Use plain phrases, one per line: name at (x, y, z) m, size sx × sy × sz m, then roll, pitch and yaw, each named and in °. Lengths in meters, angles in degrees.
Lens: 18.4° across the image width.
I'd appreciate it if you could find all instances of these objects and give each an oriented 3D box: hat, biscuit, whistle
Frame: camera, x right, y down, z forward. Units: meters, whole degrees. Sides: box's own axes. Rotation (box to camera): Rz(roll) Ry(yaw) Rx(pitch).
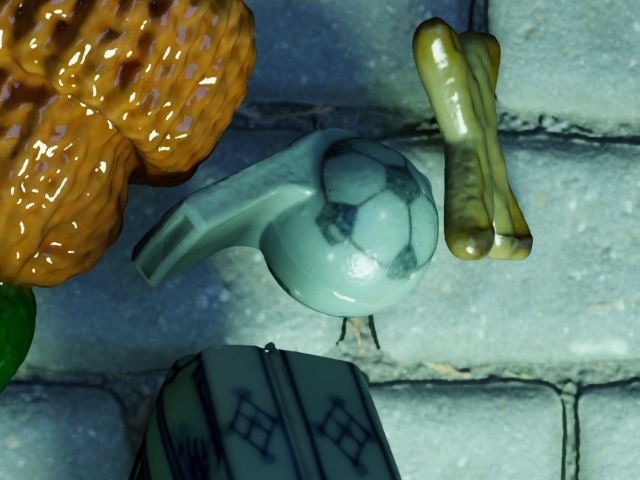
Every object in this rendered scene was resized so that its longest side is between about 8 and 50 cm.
hat at (-0.249, -0.079, 1.527) m, size 0.285 × 0.285 × 0.400 m, roll 40°, pitch 83°, yaw -10°
biscuit at (0.130, -0.084, 1.709) m, size 0.047 × 0.164 × 0.208 m, roll -11°, pitch 85°, yaw 21°
whistle at (0.000, 0.000, 1.624) m, size 0.290 × 0.163 × 0.163 m, roll -29°, pitch 92°, yaw -44°

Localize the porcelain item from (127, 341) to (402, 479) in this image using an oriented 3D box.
porcelain item at (-0.055, 0.241, 1.492) m, size 0.157 × 0.286 × 0.281 m, roll 8°, pitch 35°, yaw -21°
